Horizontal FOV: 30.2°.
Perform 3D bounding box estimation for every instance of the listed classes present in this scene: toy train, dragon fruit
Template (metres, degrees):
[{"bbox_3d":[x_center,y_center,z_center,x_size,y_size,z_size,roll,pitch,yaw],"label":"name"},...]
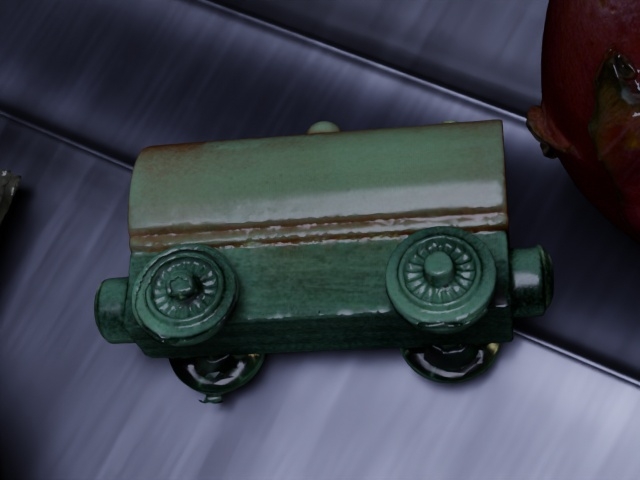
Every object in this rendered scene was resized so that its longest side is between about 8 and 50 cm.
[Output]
[{"bbox_3d":[0.000,0.000,0.749,0.285,0.116,0.177,-4,61,10],"label":"toy train"},{"bbox_3d":[0.237,-0.086,0.655,0.250,0.250,0.315,-39,111,-2],"label":"dragon fruit"}]

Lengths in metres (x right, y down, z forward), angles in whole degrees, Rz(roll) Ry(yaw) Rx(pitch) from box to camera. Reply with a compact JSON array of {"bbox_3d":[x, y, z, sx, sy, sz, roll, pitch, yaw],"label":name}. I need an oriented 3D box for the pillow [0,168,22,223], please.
[{"bbox_3d":[-0.304,-0.006,0.822,0.181,0.078,0.134,12,83,9],"label":"pillow"}]
